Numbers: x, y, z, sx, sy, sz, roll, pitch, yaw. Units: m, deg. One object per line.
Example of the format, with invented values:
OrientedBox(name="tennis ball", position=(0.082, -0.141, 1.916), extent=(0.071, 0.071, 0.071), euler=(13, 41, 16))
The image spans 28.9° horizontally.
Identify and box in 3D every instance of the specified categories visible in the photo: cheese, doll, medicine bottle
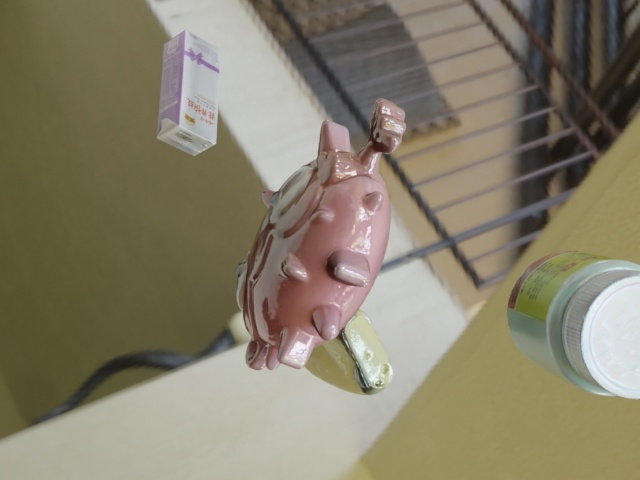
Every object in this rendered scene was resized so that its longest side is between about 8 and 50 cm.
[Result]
OrientedBox(name="cheese", position=(-0.009, 0.139, 1.625), extent=(0.251, 0.054, 0.127), euler=(-1, -61, 56))
OrientedBox(name="doll", position=(0.000, 0.000, 1.045), extent=(0.262, 0.093, 0.211), euler=(-59, -154, 25))
OrientedBox(name="medicine bottle", position=(0.287, 0.085, 1.281), extent=(0.225, 0.139, 0.139), euler=(-155, -132, -81))

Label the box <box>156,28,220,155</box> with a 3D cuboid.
OrientedBox(name="box", position=(-0.128, -0.144, 1.213), extent=(0.036, 0.050, 0.117), euler=(-25, -129, 39))
